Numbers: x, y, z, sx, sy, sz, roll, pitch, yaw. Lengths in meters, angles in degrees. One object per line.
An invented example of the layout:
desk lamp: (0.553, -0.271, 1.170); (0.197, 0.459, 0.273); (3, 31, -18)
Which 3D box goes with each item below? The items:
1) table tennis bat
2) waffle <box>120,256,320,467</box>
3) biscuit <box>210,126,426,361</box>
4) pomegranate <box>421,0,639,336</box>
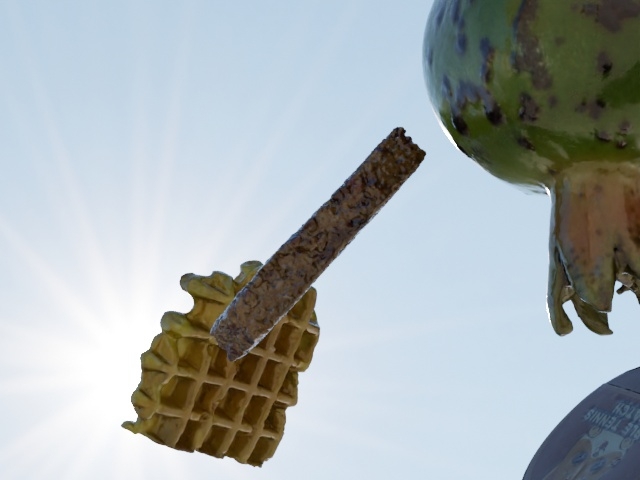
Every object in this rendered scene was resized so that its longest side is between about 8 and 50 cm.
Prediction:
table tennis bat: (0.191, 0.114, 0.764); (0.170, 0.107, 0.119); (-46, -74, -12)
waffle: (-0.090, 0.110, 1.585); (0.229, 0.057, 0.219); (24, -89, -52)
biscuit: (0.000, 0.000, 1.080); (0.199, 0.034, 0.064); (-48, 0, -28)
pomegranate: (0.198, -0.102, 1.053); (0.231, 0.286, 0.231); (-19, -29, -11)
